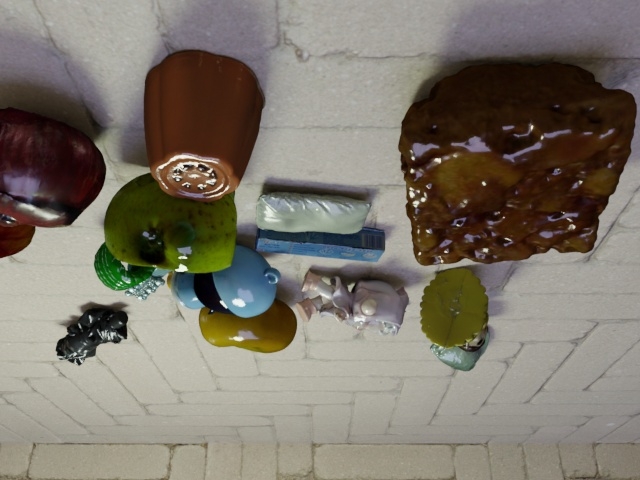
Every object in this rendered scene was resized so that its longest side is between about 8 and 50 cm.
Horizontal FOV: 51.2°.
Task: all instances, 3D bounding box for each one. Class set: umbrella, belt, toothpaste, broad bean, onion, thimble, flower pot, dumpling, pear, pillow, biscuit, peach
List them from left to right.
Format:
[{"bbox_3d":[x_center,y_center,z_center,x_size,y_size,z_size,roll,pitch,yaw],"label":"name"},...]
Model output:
[{"bbox_3d":[-0.632,-0.040,1.289,0.156,0.122,0.228,-15,165,-27],"label":"broad bean"},{"bbox_3d":[-0.481,-0.112,1.091,0.246,0.190,0.246,12,164,4],"label":"onion"},{"bbox_3d":[-0.623,0.254,1.825,0.272,0.122,0.110,-28,-176,34],"label":"umbrella"},{"bbox_3d":[-0.412,0.038,1.418,0.090,0.130,0.118,-25,103,38],"label":"thimble"},{"bbox_3d":[-0.358,0.059,1.485,0.179,0.100,0.065,-23,147,30],"label":"belt"},{"bbox_3d":[-0.261,-0.035,1.138,0.238,0.164,0.255,5,-173,-7],"label":"pear"},{"bbox_3d":[-0.185,-0.162,1.022,0.191,0.173,0.190,1,152,1],"label":"flower pot"},{"bbox_3d":[-0.187,0.208,1.691,0.251,0.153,0.251,12,167,3],"label":"peach"},{"bbox_3d":[-0.016,-0.051,1.335,0.229,0.051,0.128,4,153,-10],"label":"pillow"},{"bbox_3d":[0.000,0.000,1.426,0.272,0.053,0.066,5,154,-10],"label":"toothpaste"},{"bbox_3d":[0.414,0.316,1.921,0.149,0.104,0.217,-14,144,35],"label":"dumpling"},{"bbox_3d":[0.306,-0.112,1.109,0.343,0.166,0.395,-3,149,8],"label":"biscuit"}]

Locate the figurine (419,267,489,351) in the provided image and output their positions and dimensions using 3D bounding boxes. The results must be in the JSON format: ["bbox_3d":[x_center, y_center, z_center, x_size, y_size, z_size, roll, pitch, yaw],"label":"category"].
[{"bbox_3d":[0.368,0.206,1.691,0.168,0.187,0.315,-16,155,18],"label":"figurine"}]

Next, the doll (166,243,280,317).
[{"bbox_3d":[-0.214,0.092,1.504,0.314,0.141,0.177,-7,121,36],"label":"doll"}]

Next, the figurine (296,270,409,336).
[{"bbox_3d":[0.081,0.151,1.616,0.276,0.133,0.200,12,161,-11],"label":"figurine"}]
